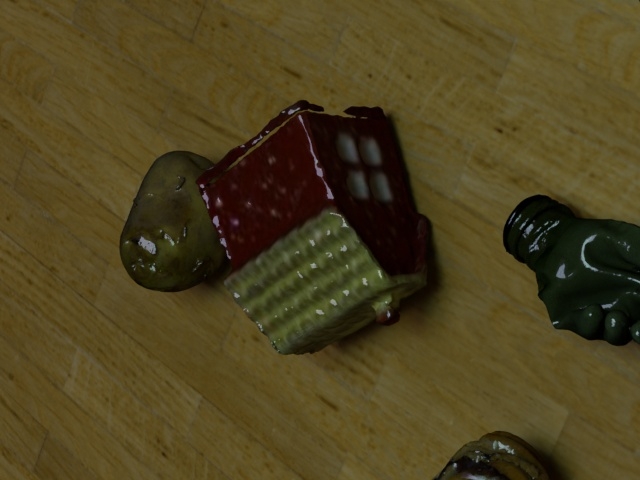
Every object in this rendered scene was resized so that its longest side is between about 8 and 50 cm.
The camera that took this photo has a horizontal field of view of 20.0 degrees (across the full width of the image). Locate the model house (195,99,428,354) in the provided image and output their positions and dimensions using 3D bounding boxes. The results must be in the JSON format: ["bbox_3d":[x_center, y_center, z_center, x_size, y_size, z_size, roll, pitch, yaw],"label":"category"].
[{"bbox_3d":[0.000,0.000,1.996,0.196,0.160,0.254,-35,62,35],"label":"model house"}]

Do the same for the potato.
[{"bbox_3d":[-0.172,-0.018,2.197,0.137,0.137,0.176,12,72,45],"label":"potato"}]

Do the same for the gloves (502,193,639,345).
[{"bbox_3d":[0.274,0.039,1.757,0.135,0.107,0.268,-59,32,12],"label":"gloves"}]

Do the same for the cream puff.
[{"bbox_3d":[0.175,0.255,1.824,0.133,0.104,0.119,-23,100,48],"label":"cream puff"}]
